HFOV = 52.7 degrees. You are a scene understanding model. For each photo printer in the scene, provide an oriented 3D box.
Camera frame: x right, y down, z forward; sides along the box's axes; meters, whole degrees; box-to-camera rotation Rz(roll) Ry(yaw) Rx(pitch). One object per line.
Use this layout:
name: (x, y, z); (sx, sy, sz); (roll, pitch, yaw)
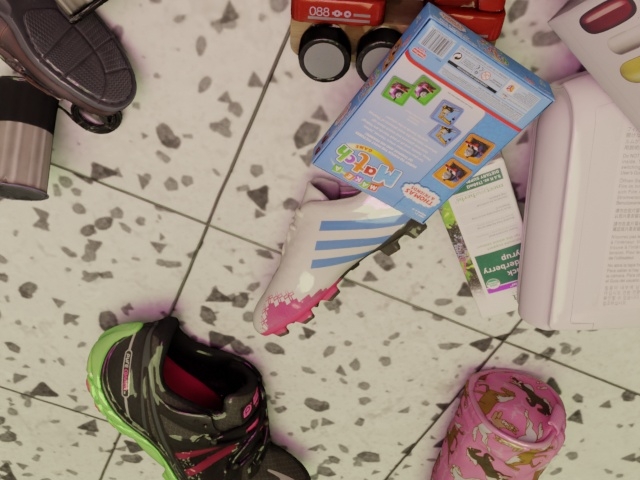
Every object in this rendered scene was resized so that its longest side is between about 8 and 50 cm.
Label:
photo printer: (0.370, -0.051, 0.766); (0.256, 0.107, 0.307); (-2, 105, -10)

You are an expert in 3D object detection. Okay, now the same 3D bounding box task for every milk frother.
milk frother: (-0.333, -0.118, 0.800); (0.143, 0.129, 0.134); (1, 80, 10)

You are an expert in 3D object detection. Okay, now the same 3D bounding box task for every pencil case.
pencil case: (0.285, 0.396, 1.099); (0.167, 0.160, 0.385); (2, 124, -7)

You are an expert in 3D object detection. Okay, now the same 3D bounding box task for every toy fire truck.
toy fire truck: (0.082, -0.302, 0.652); (0.217, 0.158, 0.246); (5, 139, 1)

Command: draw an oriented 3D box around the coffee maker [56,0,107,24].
coffee maker: (-0.253, -0.347, 0.670); (0.171, 0.120, 0.178); (-45, 118, -14)

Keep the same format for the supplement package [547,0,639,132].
supplement package: (0.398, -0.198, 0.615); (0.262, 0.145, 0.204); (45, 81, -9)

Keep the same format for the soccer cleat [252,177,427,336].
soccer cleat: (0.000, 0.000, 0.892); (0.331, 0.116, 0.143); (-41, 97, 24)

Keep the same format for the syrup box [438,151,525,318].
syrup box: (0.223, -0.017, 0.860); (0.093, 0.096, 0.236); (-18, 120, 17)

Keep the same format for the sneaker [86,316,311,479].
sneaker: (-0.162, 0.309, 1.057); (0.202, 0.185, 0.482); (-28, 119, 25)

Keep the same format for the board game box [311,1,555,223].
board game box: (0.113, -0.123, 0.695); (0.160, 0.039, 0.211); (27, 130, -19)

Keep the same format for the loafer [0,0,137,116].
loafer: (-0.348, -0.256, 0.749); (0.302, 0.109, 0.095); (43, 143, -18)
